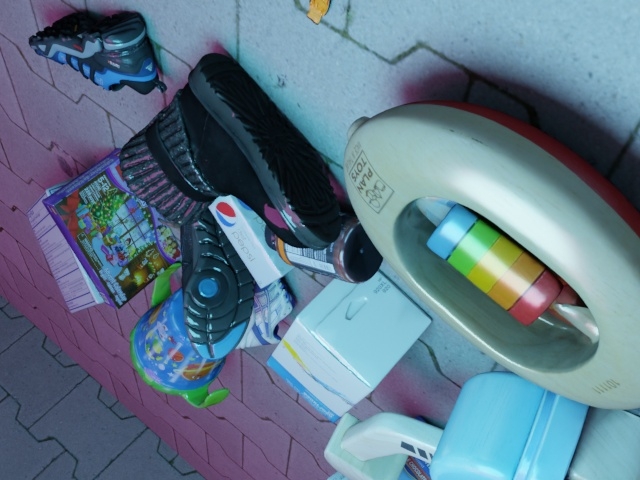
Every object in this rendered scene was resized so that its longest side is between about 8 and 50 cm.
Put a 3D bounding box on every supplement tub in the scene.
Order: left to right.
[{"bbox_3d":[0.000,0.000,1.217,0.198,0.106,0.106,15,138,44],"label":"supplement tub"}]

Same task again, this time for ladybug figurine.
[{"bbox_3d":[0.220,-0.004,0.868,0.449,0.162,0.305,42,151,6],"label":"ladybug figurine"}]

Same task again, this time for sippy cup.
[{"bbox_3d":[-0.297,0.211,1.762,0.305,0.240,0.224,38,140,-4],"label":"sippy cup"}]

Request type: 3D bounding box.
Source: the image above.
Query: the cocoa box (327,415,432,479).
[{"bbox_3d":[0.214,0.559,1.446,0.347,0.228,0.231,60,172,-23],"label":"cocoa box"}]

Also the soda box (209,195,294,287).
[{"bbox_3d":[-0.121,-0.032,1.322,0.069,0.074,0.216,-32,92,46],"label":"soda box"}]

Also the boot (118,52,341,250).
[{"bbox_3d":[-0.143,-0.081,1.178,0.260,0.131,0.348,-41,78,34],"label":"boot"}]

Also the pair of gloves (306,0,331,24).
[{"bbox_3d":[-0.019,-0.314,0.949,0.083,0.010,0.074,46,151,3],"label":"pair of gloves"}]

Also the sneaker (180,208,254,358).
[{"bbox_3d":[-0.193,0.048,1.397,0.139,0.125,0.341,140,131,-68],"label":"sneaker"}]

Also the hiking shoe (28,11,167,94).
[{"bbox_3d":[-0.400,-0.316,1.334,0.304,0.113,0.132,17,139,41],"label":"hiking shoe"}]

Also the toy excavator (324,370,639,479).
[{"bbox_3d":[0.216,0.302,1.091,0.445,0.222,0.433,22,148,18],"label":"toy excavator"}]

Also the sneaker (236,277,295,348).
[{"bbox_3d":[-0.109,0.089,1.490,0.112,0.131,0.296,-108,27,-45],"label":"sneaker"}]

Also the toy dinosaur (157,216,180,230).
[{"bbox_3d":[-0.246,0.010,1.594,0.268,0.064,0.118,7,118,49],"label":"toy dinosaur"}]

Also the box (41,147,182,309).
[{"bbox_3d":[-0.440,-0.023,1.658,0.057,0.201,0.293,18,140,42],"label":"box"}]

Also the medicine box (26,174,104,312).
[{"bbox_3d":[-0.562,0.009,1.843,0.263,0.149,0.289,-17,96,58],"label":"medicine box"}]

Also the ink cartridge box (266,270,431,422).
[{"bbox_3d":[0.043,0.172,1.305,0.168,0.171,0.233,42,151,7],"label":"ink cartridge box"}]
